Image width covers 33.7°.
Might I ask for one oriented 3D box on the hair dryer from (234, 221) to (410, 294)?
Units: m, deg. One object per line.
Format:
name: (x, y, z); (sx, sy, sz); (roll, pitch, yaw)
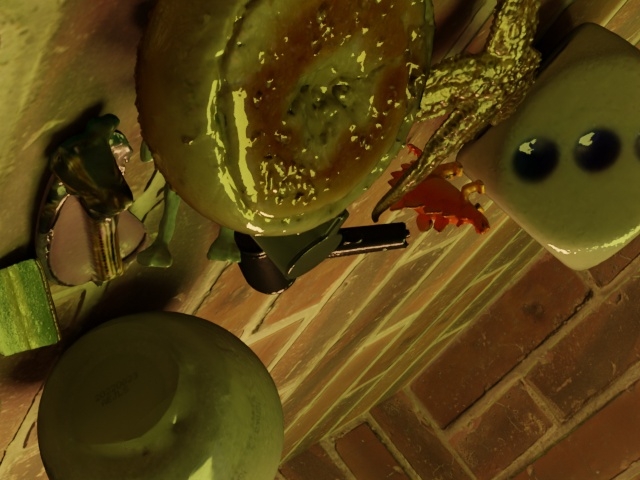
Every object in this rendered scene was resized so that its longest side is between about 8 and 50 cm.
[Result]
hair dryer: (0.000, 0.000, 1.481); (0.251, 0.089, 0.197); (-7, 161, 3)

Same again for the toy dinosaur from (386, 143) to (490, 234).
toy dinosaur: (0.155, -0.073, 1.548); (0.117, 0.288, 0.070); (-25, 127, -11)

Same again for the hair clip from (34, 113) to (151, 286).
hair clip: (-0.239, -0.015, 1.115); (0.110, 0.095, 0.358); (-64, -177, -22)

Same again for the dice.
dice: (0.406, -0.147, 1.656); (0.304, 0.277, 0.304); (-49, 179, 9)

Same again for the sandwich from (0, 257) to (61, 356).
sandwich: (-0.333, 0.055, 1.151); (0.074, 0.074, 0.116); (-14, 125, -14)

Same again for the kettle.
kettle: (-0.041, -0.041, 1.308); (0.127, 0.148, 0.098); (-42, 163, 10)

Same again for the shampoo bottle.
shampoo bottle: (-0.214, 0.256, 1.431); (0.322, 0.322, 0.317); (-38, 159, -3)

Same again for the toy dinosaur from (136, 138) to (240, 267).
toy dinosaur: (-0.115, -0.065, 1.091); (0.393, 0.092, 0.205); (33, 63, -76)

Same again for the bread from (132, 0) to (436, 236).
bread: (-0.031, -0.151, 0.908); (0.305, 0.159, 0.305); (-24, 124, -40)

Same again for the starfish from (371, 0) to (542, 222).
starfish: (0.181, -0.219, 1.387); (0.384, 0.132, 0.398); (-33, 161, -3)
